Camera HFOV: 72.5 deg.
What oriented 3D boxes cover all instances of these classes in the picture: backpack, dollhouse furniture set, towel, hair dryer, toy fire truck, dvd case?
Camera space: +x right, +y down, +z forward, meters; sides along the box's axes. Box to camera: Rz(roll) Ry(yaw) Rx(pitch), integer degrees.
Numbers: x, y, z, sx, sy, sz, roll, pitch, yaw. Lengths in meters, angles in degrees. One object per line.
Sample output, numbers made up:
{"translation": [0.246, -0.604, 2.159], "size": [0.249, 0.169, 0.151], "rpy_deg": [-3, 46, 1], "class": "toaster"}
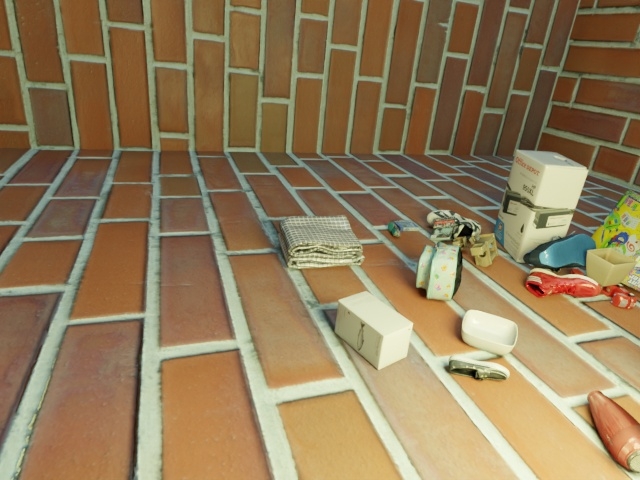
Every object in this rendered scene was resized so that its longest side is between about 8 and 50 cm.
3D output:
{"translation": [0.377, 0.101, 1.380], "size": [0.144, 0.166, 0.188], "rpy_deg": [8, 21, 9], "class": "backpack"}
{"translation": [0.571, 0.054, 1.668], "size": [0.160, 0.101, 0.182], "rpy_deg": [-8, 13, 38], "class": "dollhouse furniture set"}
{"translation": [0.000, 0.000, 1.580], "size": [0.283, 0.121, 0.235], "rpy_deg": [-1, 26, -16], "class": "towel"}
{"translation": [0.673, 0.420, 0.879], "size": [0.223, 0.080, 0.293], "rpy_deg": [7, 24, -38], "class": "hair dryer"}
{"translation": [0.973, 0.166, 1.515], "size": [0.135, 0.047, 0.192], "rpy_deg": [4, 25, -2], "class": "toy fire truck"}
{"translation": [0.515, -0.051, 1.835], "size": [0.087, 0.013, 0.119], "rpy_deg": [-5, 46, 38], "class": "dvd case"}

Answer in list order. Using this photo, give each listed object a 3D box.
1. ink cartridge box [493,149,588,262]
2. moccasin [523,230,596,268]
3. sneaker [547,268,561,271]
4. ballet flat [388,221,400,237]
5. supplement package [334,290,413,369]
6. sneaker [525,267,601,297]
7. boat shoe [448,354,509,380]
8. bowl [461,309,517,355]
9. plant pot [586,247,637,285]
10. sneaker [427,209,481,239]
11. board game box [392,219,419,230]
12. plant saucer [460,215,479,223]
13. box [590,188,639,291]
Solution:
{"translation": [0.862, -0.140, 1.750], "size": [0.166, 0.395, 0.285], "rpy_deg": [5, 23, -2], "class": "ink cartridge box"}
{"translation": [0.864, 0.034, 1.572], "size": [0.341, 0.138, 0.116], "rpy_deg": [2, -7, -31], "class": "moccasin"}
{"translation": [0.863, 0.092, 1.665], "size": [0.109, 0.040, 0.044], "rpy_deg": [12, 26, 14], "class": "sneaker"}
{"translation": [0.317, -0.042, 1.859], "size": [0.041, 0.041, 0.114], "rpy_deg": [3, 24, -7], "class": "ballet flat"}
{"translation": [0.132, 0.225, 1.122], "size": [0.105, 0.105, 0.179], "rpy_deg": [-12, 28, -35], "class": "supplement package"}
{"translation": [0.800, 0.167, 1.458], "size": [0.221, 0.087, 0.128], "rpy_deg": [9, 30, 39], "class": "sneaker"}
{"translation": [0.380, 0.317, 1.052], "size": [0.142, 0.049, 0.040], "rpy_deg": [11, 43, 15], "class": "boat shoe"}
{"translation": [0.456, 0.255, 1.191], "size": [0.142, 0.053, 0.142], "rpy_deg": [16, 27, 21], "class": "bowl"}
{"translation": [0.983, 0.095, 1.496], "size": [0.109, 0.096, 0.109], "rpy_deg": [-5, 27, -17], "class": "plant pot"}
{"translation": [0.568, -0.064, 1.881], "size": [0.234, 0.094, 0.153], "rpy_deg": [25, 20, 16], "class": "sneaker"}
{"translation": [0.377, -0.067, 1.938], "size": [0.090, 0.020, 0.090], "rpy_deg": [0, 24, -16], "class": "board game box"}
{"translation": [0.656, -0.102, 2.086], "size": [0.067, 0.018, 0.192], "rpy_deg": [-16, 31, -40], "class": "plant saucer"}
{"translation": [1.177, 0.006, 1.593], "size": [0.177, 0.279, 0.290], "rpy_deg": [24, 25, -4], "class": "box"}
